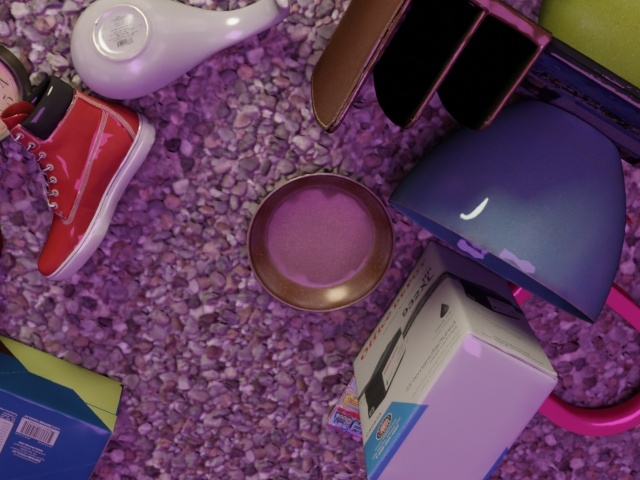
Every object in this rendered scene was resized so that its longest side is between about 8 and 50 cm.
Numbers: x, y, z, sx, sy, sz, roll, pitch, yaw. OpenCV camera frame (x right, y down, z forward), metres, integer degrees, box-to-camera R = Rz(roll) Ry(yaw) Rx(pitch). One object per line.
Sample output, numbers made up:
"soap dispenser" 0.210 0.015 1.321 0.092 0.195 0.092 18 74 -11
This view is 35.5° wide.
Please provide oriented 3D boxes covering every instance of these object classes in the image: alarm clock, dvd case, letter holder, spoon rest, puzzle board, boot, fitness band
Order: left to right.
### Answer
"alarm clock" -0.439 -0.193 1.227 0.192 0.064 0.129 35 105 -18
"boot" -0.336 -0.076 1.236 0.176 0.088 0.244 22 102 -37
"spoon rest" -0.169 -0.254 1.210 0.277 0.084 0.137 -14 79 6
"puzzle board" 0.086 0.253 1.456 0.128 0.011 0.096 25 107 -13
"letter holder" 0.103 -0.203 1.132 0.152 0.302 0.214 29 106 -13
"fitness band" 0.367 0.158 1.417 0.291 0.054 0.209 39 104 -15
"dvd case" 0.310 -0.150 1.125 0.180 0.253 0.022 32 91 4

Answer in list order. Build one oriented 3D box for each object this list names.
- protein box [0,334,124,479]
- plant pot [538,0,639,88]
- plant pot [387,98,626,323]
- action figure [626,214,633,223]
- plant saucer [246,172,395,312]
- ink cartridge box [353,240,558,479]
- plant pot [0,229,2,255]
"protein box" -0.405 0.272 1.364 0.200 0.136 0.201 25 107 -12
"plant pot" 0.423 -0.221 1.151 0.275 0.293 0.274 -1 111 -3
"plant pot" 0.255 -0.056 1.226 0.290 0.290 0.195 31 90 -14
"action figure" 0.369 -0.007 1.370 0.115 0.030 0.038 -33 114 10
"plant saucer" 0.000 0.000 1.343 0.199 0.036 0.198 -1 111 -4
"ink cartridge box" 0.155 0.164 1.270 0.129 0.307 0.223 28 106 -11
"plant pot" -0.509 0.023 1.248 0.191 0.174 0.191 -2 110 -5
